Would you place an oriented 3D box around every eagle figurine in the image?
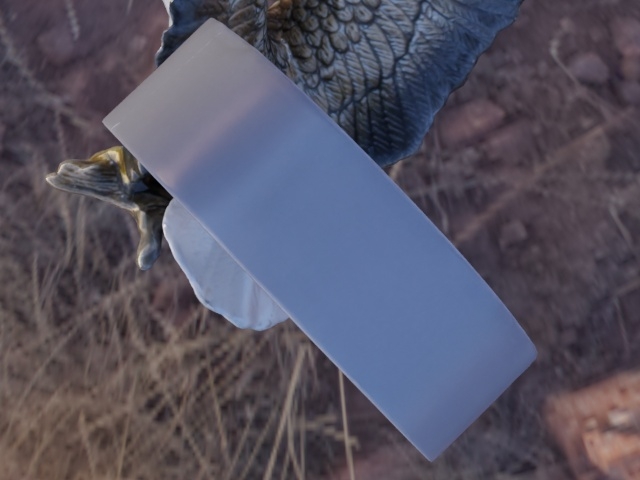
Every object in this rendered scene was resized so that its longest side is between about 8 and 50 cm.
[{"bbox_3d":[-0.031,-0.123,1.091,0.225,0.226,0.298,36,117,4],"label":"eagle figurine"}]

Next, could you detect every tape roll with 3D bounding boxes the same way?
[{"bbox_3d":[0.000,0.000,0.905,0.072,0.219,0.219,-43,105,-2],"label":"tape roll"}]
